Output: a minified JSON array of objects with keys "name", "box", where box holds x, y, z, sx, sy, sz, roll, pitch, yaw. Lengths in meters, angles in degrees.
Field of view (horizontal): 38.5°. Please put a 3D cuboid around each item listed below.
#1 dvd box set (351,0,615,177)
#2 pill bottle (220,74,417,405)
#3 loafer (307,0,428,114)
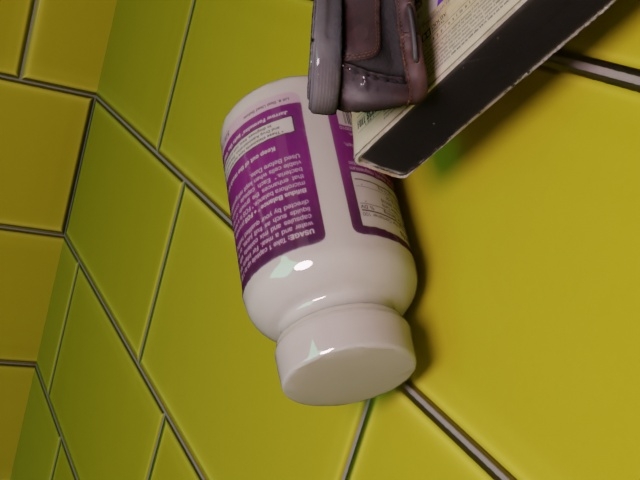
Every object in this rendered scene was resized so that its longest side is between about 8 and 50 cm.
[{"name":"dvd box set","box":[0.124,-0.305,0.807,0.307,0.062,0.421,-41,41,43]},{"name":"pill bottle","box":[0.000,0.000,0.899,0.169,0.169,0.302,-49,42,44]},{"name":"loafer","box":[0.045,-0.229,0.771,0.109,0.095,0.303,96,180,-61]}]
